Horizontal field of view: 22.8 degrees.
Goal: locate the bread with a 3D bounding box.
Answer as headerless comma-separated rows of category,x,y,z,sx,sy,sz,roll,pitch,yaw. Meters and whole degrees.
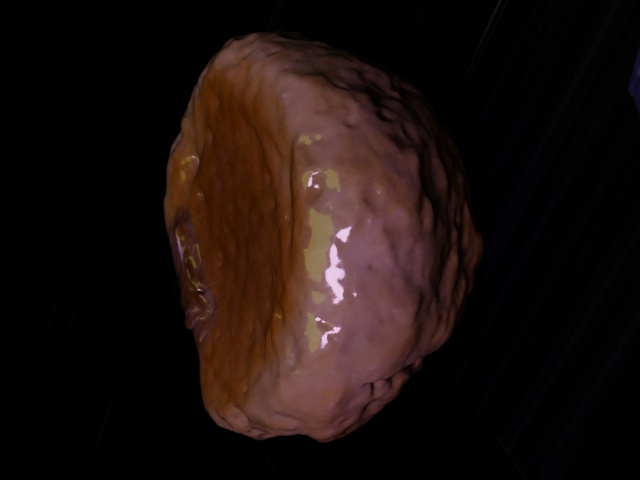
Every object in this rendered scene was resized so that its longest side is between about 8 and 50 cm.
bread,0.000,0.000,0.927,0.244,0.134,0.244,7,98,60

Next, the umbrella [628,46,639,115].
umbrella,0.187,-0.155,0.686,0.071,0.071,0.248,30,115,52
